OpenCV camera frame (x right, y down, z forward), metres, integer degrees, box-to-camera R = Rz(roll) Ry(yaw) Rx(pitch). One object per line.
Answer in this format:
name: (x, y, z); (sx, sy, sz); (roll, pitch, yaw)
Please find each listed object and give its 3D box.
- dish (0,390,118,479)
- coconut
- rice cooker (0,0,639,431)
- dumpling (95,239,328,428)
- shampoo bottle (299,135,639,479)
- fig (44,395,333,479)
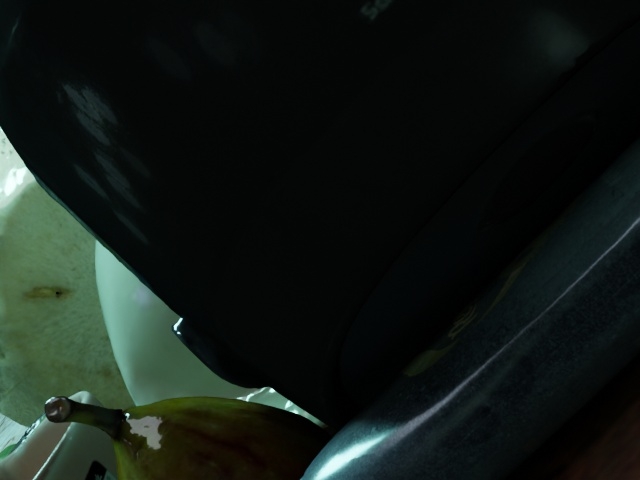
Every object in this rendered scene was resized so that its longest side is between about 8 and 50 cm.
dish: (-0.157, 0.182, 0.865); (0.213, 0.090, 0.213); (-46, 10, 11)
coconut: (-0.134, 0.005, 1.106); (0.237, 0.237, 0.266); (-46, 7, 0)
rice cooker: (0.006, -0.075, 0.638); (0.267, 0.224, 0.267); (-41, -19, -18)
dumpling: (0.003, 0.001, 0.832); (0.227, 0.243, 0.175); (-21, -21, 28)
shampoo bottle: (0.077, 0.028, 0.565); (0.234, 0.049, 0.087); (-45, 1, 7)
fig: (-0.048, 0.088, 0.644); (0.089, 0.125, 0.089); (-46, 12, 13)
